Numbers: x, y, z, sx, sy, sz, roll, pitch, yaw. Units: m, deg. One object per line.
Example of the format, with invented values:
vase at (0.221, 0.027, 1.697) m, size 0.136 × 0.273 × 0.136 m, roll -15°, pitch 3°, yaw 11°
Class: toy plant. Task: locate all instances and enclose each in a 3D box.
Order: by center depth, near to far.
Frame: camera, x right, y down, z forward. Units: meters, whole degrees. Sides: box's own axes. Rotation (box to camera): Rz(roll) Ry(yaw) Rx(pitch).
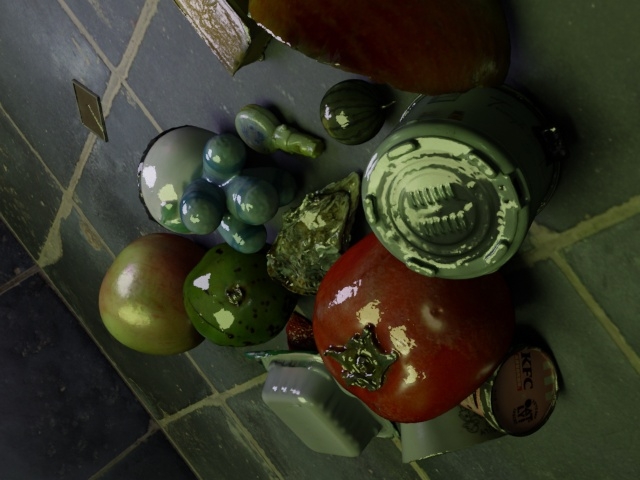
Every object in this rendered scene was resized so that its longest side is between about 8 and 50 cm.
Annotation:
toy plant at (-0.185, -0.097, 1.560) m, size 0.332 × 0.247 × 0.247 m, roll 19°, pitch 135°, yaw 49°

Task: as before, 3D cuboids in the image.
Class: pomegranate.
pomegranate at (-0.176, 0.117, 1.784) m, size 0.254 × 0.254 × 0.270 m, roll 56°, pitch 177°, yaw -6°

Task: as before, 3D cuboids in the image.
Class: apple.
apple at (0.076, -0.298, 1.033) m, size 0.346 × 0.254 × 0.179 m, roll 28°, pitch 169°, yaw 18°
apple at (-0.388, 0.139, 2.016) m, size 0.277 × 0.319 × 0.319 m, roll 29°, pitch 144°, yaw 13°

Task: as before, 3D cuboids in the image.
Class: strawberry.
strawberry at (-0.031, 0.256, 1.887) m, size 0.146 × 0.082 × 0.187 m, roll -26°, pitch 95°, yaw 51°

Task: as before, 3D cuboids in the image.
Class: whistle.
whistle at (-0.075, -0.200, 1.507) m, size 0.198 × 0.057 × 0.104 m, roll 20°, pitch 147°, yaw 32°

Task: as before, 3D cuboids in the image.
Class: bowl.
bowl at (0.239, 0.334, 1.497) m, size 0.211 × 0.211 × 0.112 m, roll -36°, pitch 65°, yaw 59°

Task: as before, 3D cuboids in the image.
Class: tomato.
tomato at (0.143, 0.120, 1.297) m, size 0.293 × 0.290 × 0.325 m, roll 50°, pitch 142°, yaw 4°

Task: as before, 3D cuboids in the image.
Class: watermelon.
watermelon at (0.062, -0.205, 1.269) m, size 0.133 × 0.105 × 0.105 m, roll -8°, pitch 116°, yaw 38°

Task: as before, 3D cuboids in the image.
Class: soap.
soap at (-0.181, -0.416, 1.402) m, size 0.233 × 0.076 × 0.135 m, roll 50°, pitch 150°, yaw 2°

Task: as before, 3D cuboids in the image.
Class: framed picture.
framed picture at (-0.601, -0.337, 2.098) m, size 0.109 × 0.011 × 0.149 m, roll 36°, pitch 145°, yaw 26°

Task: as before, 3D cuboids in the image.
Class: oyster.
oyster at (-0.002, -0.003, 1.537) m, size 0.162 × 0.158 × 0.351 m, roll 12°, pitch 141°, yaw -14°

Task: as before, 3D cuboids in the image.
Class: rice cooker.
rice cooker at (0.192, -0.086, 1.095) m, size 0.281 × 0.227 × 0.241 m, roll -18°, pitch 110°, yaw 35°

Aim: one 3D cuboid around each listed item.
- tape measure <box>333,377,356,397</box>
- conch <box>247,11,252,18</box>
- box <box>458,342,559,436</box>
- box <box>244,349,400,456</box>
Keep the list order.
tape measure at (0.105, 0.196, 1.592) m, size 0.246 × 0.125 × 0.243 m, roll 0°, pitch 114°, yaw 50°
conch at (-0.021, -0.379, 1.205) m, size 0.173 × 0.106 × 0.116 m, roll 24°, pitch 160°, yaw 17°
box at (0.300, 0.240, 1.359) m, size 0.135 × 0.151 × 0.151 m, roll 7°, pitch 127°, yaw 59°
box at (-0.008, 0.388, 1.848) m, size 0.264 × 0.106 × 0.336 m, roll -6°, pitch 132°, yaw 44°
